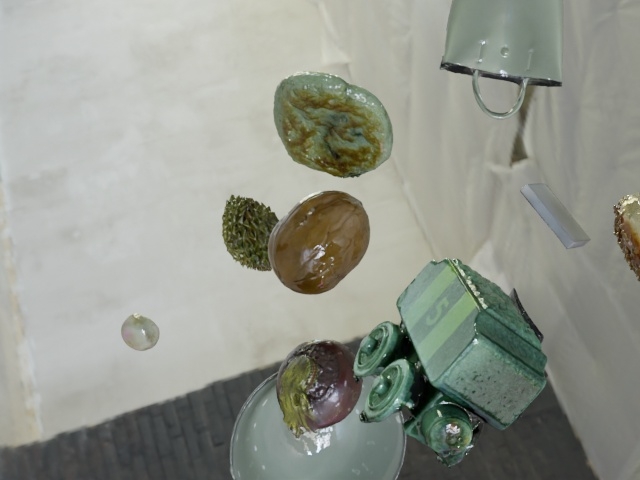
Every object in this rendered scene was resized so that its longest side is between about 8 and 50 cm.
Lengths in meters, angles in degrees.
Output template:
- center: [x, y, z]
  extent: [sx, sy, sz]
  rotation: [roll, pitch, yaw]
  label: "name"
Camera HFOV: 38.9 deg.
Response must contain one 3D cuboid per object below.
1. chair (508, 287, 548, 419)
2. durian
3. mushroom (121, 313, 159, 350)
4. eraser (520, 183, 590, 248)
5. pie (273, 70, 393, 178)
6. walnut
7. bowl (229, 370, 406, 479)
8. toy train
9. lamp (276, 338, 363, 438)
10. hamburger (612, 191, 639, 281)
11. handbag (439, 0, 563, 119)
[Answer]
- center: [0.357, 0.209, 1.693]
  extent: [0.221, 0.145, 0.140]
  rotation: [-56, -141, 30]
  label: "chair"
- center: [-0.139, -0.022, 1.949]
  extent: [0.119, 0.108, 0.186]
  rotation: [-16, 88, -53]
  label: "durian"
- center: [-0.376, 0.190, 1.897]
  extent: [0.067, 0.083, 0.083]
  rotation: [-64, 152, -45]
  label: "mushroom"
- center: [0.466, -0.050, 1.792]
  extent: [0.104, 0.023, 0.150]
  rotation: [-5, 56, -55]
  label: "eraser"
- center: [0.015, -0.199, 1.575]
  extent: [0.240, 0.240, 0.054]
  rotation: [83, 25, -52]
  label: "pie"
- center: [0.000, 0.000, 1.621]
  extent: [0.167, 0.207, 0.167]
  rotation: [41, -12, 11]
  label: "walnut"
- center: [-0.019, 0.371, 1.728]
  extent: [0.157, 0.337, 0.337]
  rotation: [-154, -132, -74]
  label: "bowl"
- center: [0.169, 0.161, 1.245]
  extent: [0.167, 0.238, 0.299]
  rotation: [35, 13, -19]
  label: "toy train"
- center: [-0.009, 0.239, 1.538]
  extent: [0.135, 0.156, 0.157]
  rotation: [44, 23, -44]
  label: "lamp"
- center: [0.658, 0.009, 1.595]
  extent: [0.291, 0.225, 0.291]
  rotation: [42, 28, -28]
  label: "hamburger"
- center: [0.359, -0.393, 1.751]
  extent: [0.109, 0.241, 0.315]
  rotation: [103, -5, -75]
  label: "handbag"
